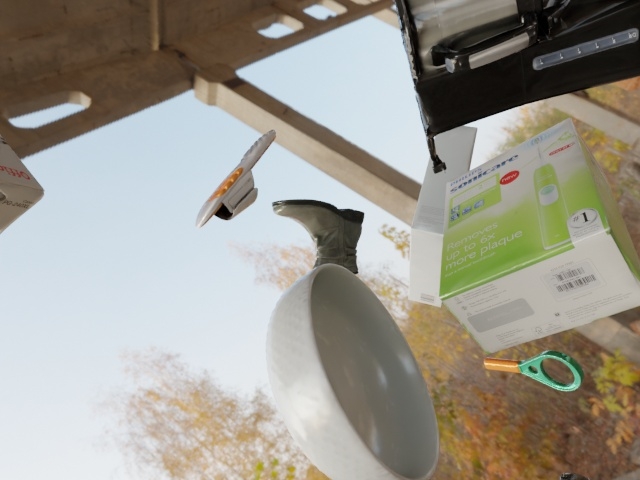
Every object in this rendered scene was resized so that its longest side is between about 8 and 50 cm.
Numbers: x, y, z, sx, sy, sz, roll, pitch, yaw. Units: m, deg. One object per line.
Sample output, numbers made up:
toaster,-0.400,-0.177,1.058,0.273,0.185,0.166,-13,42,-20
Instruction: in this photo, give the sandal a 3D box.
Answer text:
sandal,-0.153,-0.115,1.059,0.265,0.076,0.102,-54,19,-17

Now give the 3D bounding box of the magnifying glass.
magnifying glass,0.466,0.283,1.142,0.026,0.092,0.231,-33,13,-32

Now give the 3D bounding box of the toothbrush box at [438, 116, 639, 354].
toothbrush box,0.285,-0.014,0.699,0.206,0.122,0.283,-28,23,33

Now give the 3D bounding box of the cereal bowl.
cereal bowl,0.031,0.210,0.770,0.141,0.338,0.339,-31,-9,20

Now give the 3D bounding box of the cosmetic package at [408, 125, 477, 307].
cosmetic package,0.284,-0.045,1.224,0.377,0.098,0.284,75,-147,-60

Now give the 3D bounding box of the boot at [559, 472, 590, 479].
boot,0.605,0.645,1.328,0.137,0.198,0.076,-56,-16,-60

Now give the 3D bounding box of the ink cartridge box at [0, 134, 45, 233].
ink cartridge box,-0.308,-0.078,0.397,0.063,0.150,0.109,-42,-9,4

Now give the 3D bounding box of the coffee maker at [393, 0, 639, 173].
coffee maker,0.166,-0.163,0.442,0.171,0.179,0.120,52,-151,-60

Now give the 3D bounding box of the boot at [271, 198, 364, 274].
boot,0.000,0.000,1.127,0.247,0.084,0.161,10,-96,-36
